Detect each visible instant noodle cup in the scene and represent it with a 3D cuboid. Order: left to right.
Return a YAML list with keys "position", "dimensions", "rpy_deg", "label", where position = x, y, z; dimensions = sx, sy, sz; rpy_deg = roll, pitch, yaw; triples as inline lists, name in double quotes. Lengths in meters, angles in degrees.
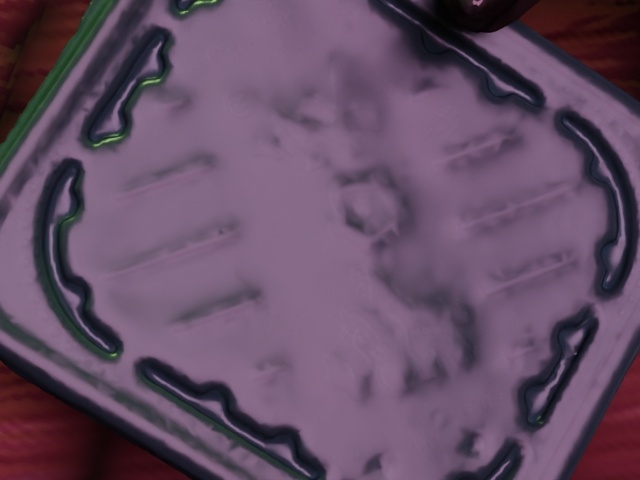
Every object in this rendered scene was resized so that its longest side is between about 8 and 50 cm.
- position: [0.000, 0.000, 0.482]
  dimensions: [0.179, 0.070, 0.157]
  rpy_deg: [33, 75, -9]
  label: "instant noodle cup"

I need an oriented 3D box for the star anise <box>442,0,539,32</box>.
- position: [0.110, -0.147, 0.499]
  dimensions: [0.212, 0.129, 0.283]
  rpy_deg: [37, 58, -11]
  label: "star anise"
